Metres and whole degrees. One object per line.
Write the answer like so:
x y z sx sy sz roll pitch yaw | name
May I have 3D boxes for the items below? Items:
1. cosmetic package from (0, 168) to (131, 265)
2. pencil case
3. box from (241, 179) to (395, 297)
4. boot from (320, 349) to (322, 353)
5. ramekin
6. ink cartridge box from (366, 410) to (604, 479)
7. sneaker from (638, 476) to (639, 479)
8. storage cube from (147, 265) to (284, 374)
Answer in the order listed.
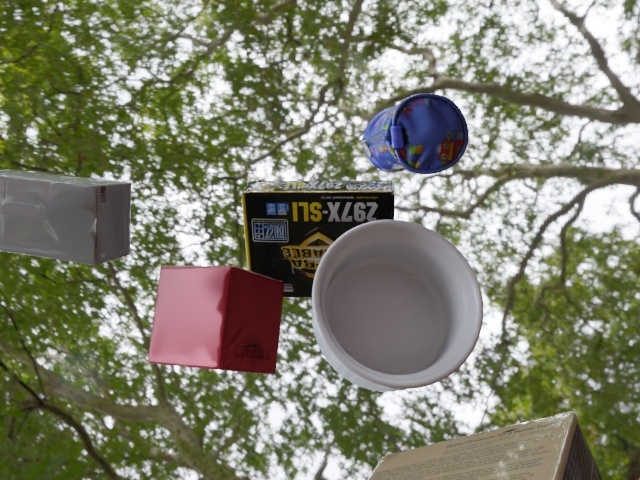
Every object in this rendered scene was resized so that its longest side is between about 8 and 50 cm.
-0.426 -0.041 1.056 0.107 0.237 0.127 -31 -52 -73 | cosmetic package
0.144 -0.171 1.101 0.133 0.306 0.120 -11 -83 -3 | pencil case
0.000 0.000 1.450 0.079 0.321 0.257 -79 -11 -66 | box
0.115 0.227 1.693 0.115 0.112 0.305 46 -136 -4 | boot
0.115 0.118 1.103 0.277 0.277 0.135 -49 -9 -22 | ramekin
0.136 0.268 0.634 0.193 0.234 0.088 -27 -89 -58 | ink cartridge box
0.225 0.176 0.376 0.225 0.092 0.088 -15 -69 -53 | sneaker
-0.201 0.159 1.320 0.183 0.214 0.193 23 -112 -57 | storage cube
